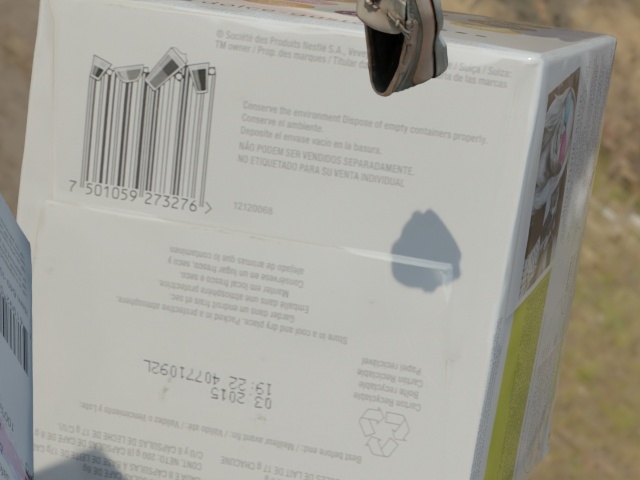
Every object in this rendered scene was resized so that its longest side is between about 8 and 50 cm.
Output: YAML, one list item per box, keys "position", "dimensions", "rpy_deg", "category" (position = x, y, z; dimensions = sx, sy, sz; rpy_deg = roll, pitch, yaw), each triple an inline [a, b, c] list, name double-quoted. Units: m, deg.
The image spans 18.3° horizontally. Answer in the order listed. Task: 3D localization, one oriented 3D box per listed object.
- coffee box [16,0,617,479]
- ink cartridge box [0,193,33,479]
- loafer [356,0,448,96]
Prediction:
- position: [0.000, 0.000, 1.422]
  dimensions: [0.338, 0.338, 0.334]
  rpy_deg: [11, 11, 15]
  category: "coffee box"
- position: [-0.247, 0.065, 0.859]
  dimensions: [0.198, 0.197, 0.270]
  rpy_deg: [68, 10, -47]
  category: "ink cartridge box"
- position: [0.037, -0.112, 1.007]
  dimensions: [0.045, 0.039, 0.125]
  rpy_deg: [50, -9, 28]
  category: "loafer"
